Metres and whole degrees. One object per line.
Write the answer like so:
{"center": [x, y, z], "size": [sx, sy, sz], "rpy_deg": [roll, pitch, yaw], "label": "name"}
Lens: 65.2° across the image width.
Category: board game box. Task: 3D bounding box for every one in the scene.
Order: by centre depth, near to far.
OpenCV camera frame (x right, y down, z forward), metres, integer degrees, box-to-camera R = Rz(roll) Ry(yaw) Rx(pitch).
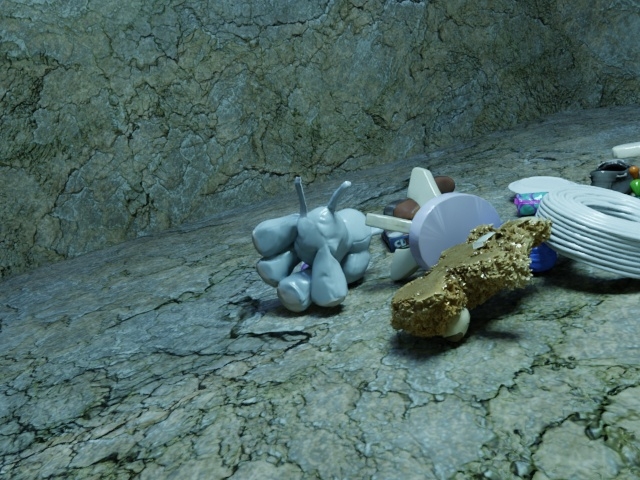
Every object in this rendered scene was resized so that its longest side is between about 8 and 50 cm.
{"center": [0.298, -0.033, 1.399], "size": [0.243, 0.042, 0.165], "rpy_deg": [-13, 15, 0], "label": "board game box"}

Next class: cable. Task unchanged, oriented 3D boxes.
{"center": [0.533, -0.022, 0.923], "size": [0.257, 0.089, 0.257], "rpy_deg": [-7, 29, -31], "label": "cable"}

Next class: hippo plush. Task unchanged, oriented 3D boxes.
{"center": [0.000, 0.000, 1.128], "size": [0.234, 0.295, 0.236], "rpy_deg": [9, 12, 28], "label": "hippo plush"}

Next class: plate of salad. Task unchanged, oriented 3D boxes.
{"center": [0.672, -0.153, 1.508], "size": [0.199, 0.048, 0.200], "rpy_deg": [-4, 22, 2], "label": "plate of salad"}

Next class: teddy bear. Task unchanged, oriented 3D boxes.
{"center": [0.268, 0.065, 0.864], "size": [0.245, 0.113, 0.338], "rpy_deg": [-22, 10, 43], "label": "teddy bear"}

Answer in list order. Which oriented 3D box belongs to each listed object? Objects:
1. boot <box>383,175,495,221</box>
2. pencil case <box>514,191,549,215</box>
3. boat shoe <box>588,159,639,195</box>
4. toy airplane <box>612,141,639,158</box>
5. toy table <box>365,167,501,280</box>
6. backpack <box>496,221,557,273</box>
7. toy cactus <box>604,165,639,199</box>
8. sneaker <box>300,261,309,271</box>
{"center": [0.347, -0.105, 1.350], "size": [0.264, 0.096, 0.280], "rpy_deg": [-21, 17, -28], "label": "boot"}
{"center": [0.607, -0.104, 1.345], "size": [0.151, 0.065, 0.070], "rpy_deg": [-5, -8, 31], "label": "pencil case"}
{"center": [0.818, -0.183, 1.393], "size": [0.112, 0.096, 0.335], "rpy_deg": [-2, 19, 38], "label": "boat shoe"}
{"center": [0.854, -0.215, 0.963], "size": [0.386, 0.273, 0.384], "rpy_deg": [-29, 30, -10], "label": "toy airplane"}
{"center": [0.239, -0.019, 1.062], "size": [0.274, 0.252, 0.160], "rpy_deg": [20, -1, -41], "label": "toy table"}
{"center": [0.409, 0.016, 1.010], "size": [0.120, 0.101, 0.098], "rpy_deg": [5, 28, 36], "label": "backpack"}
{"center": [0.710, -0.083, 1.141], "size": [0.180, 0.112, 0.219], "rpy_deg": [-26, 25, -8], "label": "toy cactus"}
{"center": [0.032, 0.067, 1.260], "size": [0.169, 0.068, 0.071], "rpy_deg": [-20, 29, 10], "label": "sneaker"}
